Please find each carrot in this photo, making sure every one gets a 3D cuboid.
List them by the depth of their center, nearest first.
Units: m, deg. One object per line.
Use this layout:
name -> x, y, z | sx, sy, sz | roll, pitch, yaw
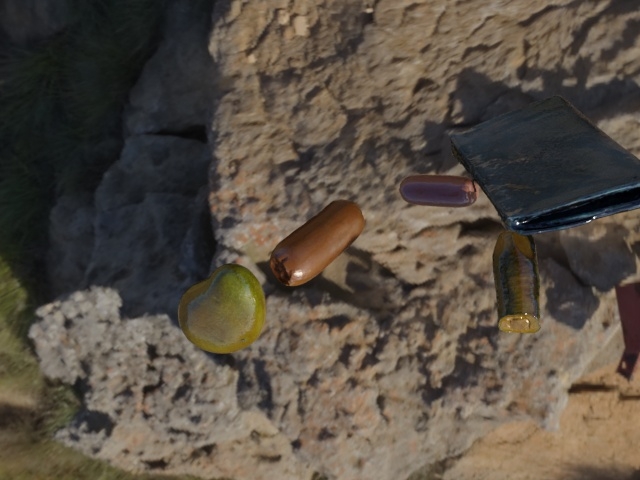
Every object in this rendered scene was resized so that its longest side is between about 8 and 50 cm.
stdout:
carrot -> 0.339, 0.071, 1.422 | 0.082, 0.082, 0.173 | -7, 72, 20

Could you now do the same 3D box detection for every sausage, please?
sausage -> 0.000, 0.000, 1.298 | 0.076, 0.197, 0.076 | 25, 135, 28
sausage -> 0.221, -0.094, 1.552 | 0.154, 0.062, 0.062 | 6, 110, 37

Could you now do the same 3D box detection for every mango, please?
mango -> -0.149, 0.108, 1.281 | 0.136, 0.099, 0.227 | 33, 145, -4

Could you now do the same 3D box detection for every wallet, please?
wallet -> 0.294, -0.106, 1.090 | 0.190, 0.379, 0.046 | -17, 113, 5
